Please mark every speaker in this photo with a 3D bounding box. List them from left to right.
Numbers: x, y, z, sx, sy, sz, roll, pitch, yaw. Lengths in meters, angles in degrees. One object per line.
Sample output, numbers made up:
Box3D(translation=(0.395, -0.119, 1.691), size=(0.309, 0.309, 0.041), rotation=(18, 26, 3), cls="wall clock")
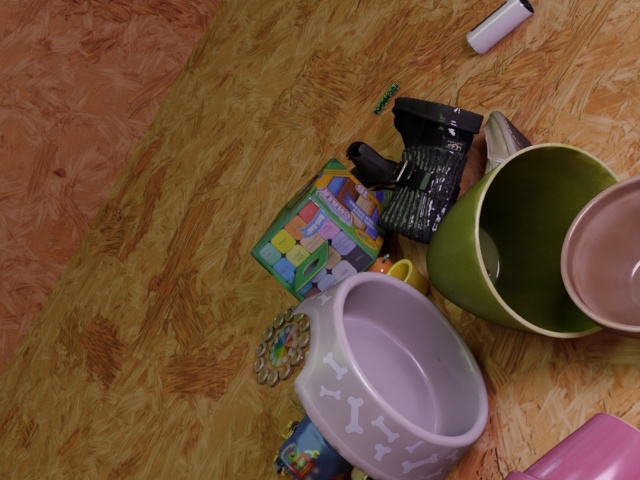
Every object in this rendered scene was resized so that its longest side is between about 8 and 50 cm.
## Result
Box3D(translation=(0.359, -0.433, 2.036), size=(0.136, 0.055, 0.055), rotation=(-38, 35, 33), cls="speaker")

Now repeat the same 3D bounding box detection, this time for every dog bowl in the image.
Box3D(translation=(0.111, 0.197, 1.541), size=(0.102, 0.349, 0.348), rotation=(-43, 33, 31), cls="dog bowl")

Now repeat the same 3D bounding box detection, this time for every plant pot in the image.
Box3D(translation=(0.287, 0.020, 1.552), size=(0.274, 0.275, 0.293), rotation=(-67, 15, -16), cls="plant pot")
Box3D(translation=(0.336, 0.319, 1.244), size=(0.180, 0.201, 0.201), rotation=(-46, 27, -13), cls="plant pot")
Box3D(translation=(0.453, 0.035, 1.363), size=(0.237, 0.110, 0.237), rotation=(-18, 52, 25), cls="plant pot")

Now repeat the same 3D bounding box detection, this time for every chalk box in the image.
Box3D(translation=(0.000, 0.000, 1.942), size=(0.180, 0.179, 0.289), rotation=(-43, 7, 24), cls="chalk box")

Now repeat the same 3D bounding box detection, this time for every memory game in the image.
Box3D(translation=(-0.080, 0.219, 2.131), size=(0.186, 0.012, 0.186), rotation=(-37, 35, 32), cls="memory game")

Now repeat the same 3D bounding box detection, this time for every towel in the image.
Box3D(translation=(0.114, -0.074, 2.101), size=(0.083, 0.009, 0.060), rotation=(1, 76, 55), cls="towel")

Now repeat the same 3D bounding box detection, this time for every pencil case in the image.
Box3D(translation=(0.048, 0.291, 1.756), size=(0.133, 0.119, 0.306), rotation=(36, 92, 37), cls="pencil case")

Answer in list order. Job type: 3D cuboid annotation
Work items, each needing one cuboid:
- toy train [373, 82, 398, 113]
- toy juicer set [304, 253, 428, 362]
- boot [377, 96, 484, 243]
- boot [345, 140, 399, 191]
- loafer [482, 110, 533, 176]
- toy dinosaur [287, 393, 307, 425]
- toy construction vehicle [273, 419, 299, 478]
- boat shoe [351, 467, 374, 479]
Box3D(translation=(0.146, -0.319, 2.290), size=(0.083, 0.017, 0.023), rotation=(-52, 20, 11), cls="toy train")
Box3D(translation=(0.043, 0.155, 1.898), size=(0.329, 0.089, 0.209), rotation=(-53, 28, -1), cls="toy juicer set")
Box3D(translation=(0.188, -0.135, 1.943), size=(0.348, 0.131, 0.260), rotation=(-121, 44, -79), cls="boot")
Box3D(translation=(0.086, -0.162, 2.110), size=(0.198, 0.137, 0.077), rotation=(-2, 61, 57), cls="boot")
Box3D(translation=(0.323, -0.124, 1.752), size=(0.092, 0.102, 0.268), rotation=(-38, 35, 21), cls="loafer")
Box3D(translation=(-0.002, 0.329, 1.888), size=(0.183, 0.053, 0.092), rotation=(-8, 40, 45), cls="toy dinosaur")
Box3D(translation=(-0.058, 0.390, 1.912), size=(0.098, 0.035, 0.086), rotation=(-61, 29, -5), cls="toy construction vehicle")
Box3D(translation=(0.095, 0.393, 1.653), size=(0.170, 0.059, 0.063), rotation=(11, 72, 59), cls="boat shoe")
